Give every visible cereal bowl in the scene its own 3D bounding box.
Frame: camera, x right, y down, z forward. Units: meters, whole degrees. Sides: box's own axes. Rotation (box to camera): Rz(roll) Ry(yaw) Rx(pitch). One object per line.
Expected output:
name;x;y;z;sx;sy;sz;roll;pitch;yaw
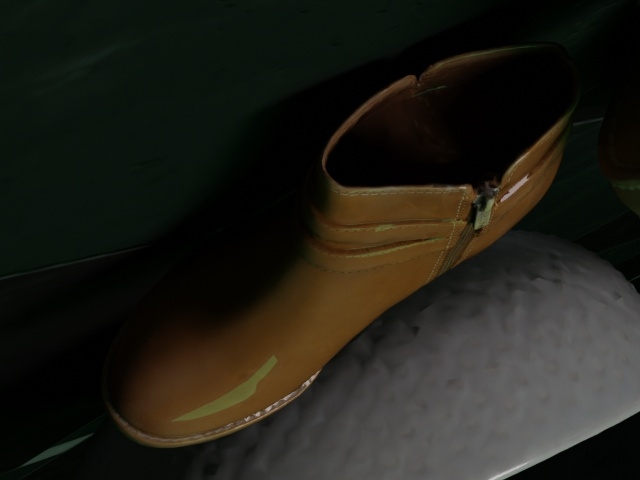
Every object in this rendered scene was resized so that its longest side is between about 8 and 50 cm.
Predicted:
cereal bowl;0.014;0.085;0.755;0.339;0.141;0.339;-24;170;-5

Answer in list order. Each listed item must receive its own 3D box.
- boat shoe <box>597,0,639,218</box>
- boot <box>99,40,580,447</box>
boat shoe;0.125;-0.079;0.324;0.098;0.109;0.302;17;162;-7
boot;0.000;0.000;0.486;0.197;0.073;0.152;-36;173;-8
